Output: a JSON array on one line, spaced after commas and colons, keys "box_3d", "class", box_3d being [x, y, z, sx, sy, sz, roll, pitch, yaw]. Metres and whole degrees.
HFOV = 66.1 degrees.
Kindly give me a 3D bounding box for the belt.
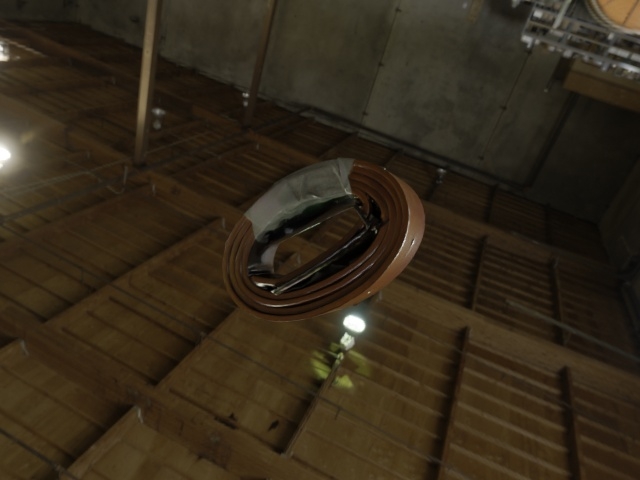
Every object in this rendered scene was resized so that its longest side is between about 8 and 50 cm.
[{"box_3d": [0.000, 0.000, 0.635, 0.184, 0.261, 0.105, 61, -162, 15], "class": "belt"}]
